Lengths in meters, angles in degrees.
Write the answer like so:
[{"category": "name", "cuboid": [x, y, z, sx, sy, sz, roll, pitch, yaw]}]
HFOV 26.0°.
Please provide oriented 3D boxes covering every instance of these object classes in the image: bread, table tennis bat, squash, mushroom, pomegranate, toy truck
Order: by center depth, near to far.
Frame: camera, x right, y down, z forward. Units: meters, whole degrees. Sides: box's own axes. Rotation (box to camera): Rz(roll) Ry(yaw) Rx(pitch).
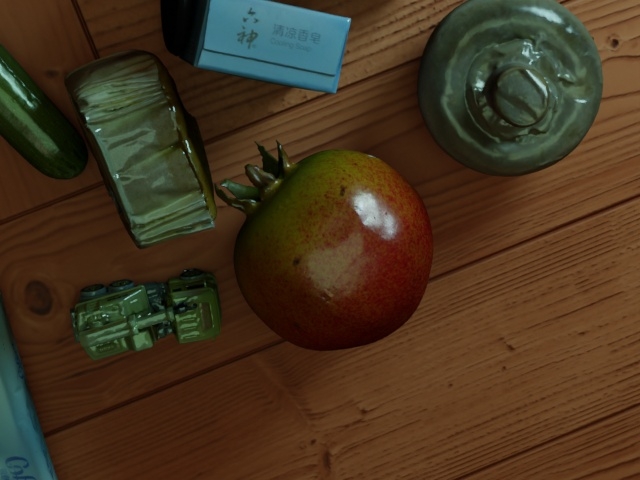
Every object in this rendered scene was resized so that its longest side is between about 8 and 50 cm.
[{"category": "bread", "cuboid": [-0.184, -0.100, 1.451, 0.110, 0.210, 0.192, -22, 104, -8]}, {"category": "table tennis bat", "cuboid": [-0.155, -0.311, 1.454, 0.027, 0.150, 0.236, 0, 79, -14]}, {"category": "squash", "cuboid": [-0.340, -0.158, 1.486, 0.069, 0.069, 0.239, -41, 105, 1]}, {"category": "mushroom", "cuboid": [0.209, -0.166, 1.495, 0.207, 0.215, 0.207, 0, 101, 0]}, {"category": "pomegranate", "cuboid": [0.000, 0.000, 1.504, 0.257, 0.221, 0.221, 39, 94, -6]}, {"category": "toy truck", "cuboid": [-0.193, 0.087, 1.543, 0.169, 0.100, 0.077, -8, 104, -7]}]

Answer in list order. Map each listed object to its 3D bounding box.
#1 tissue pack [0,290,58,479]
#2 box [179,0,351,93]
[{"category": "tissue pack", "cuboid": [-0.406, 0.200, 1.540, 0.177, 0.089, 0.263, -15, 104, -7]}, {"category": "box", "cuboid": [-0.063, -0.208, 1.434, 0.143, 0.232, 0.083, 11, 96, -11]}]
